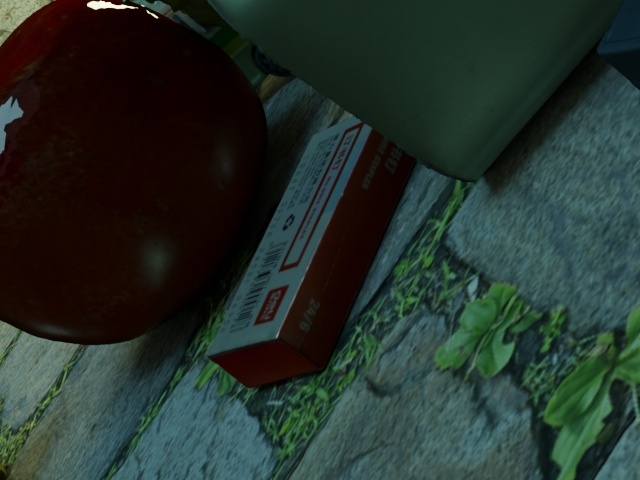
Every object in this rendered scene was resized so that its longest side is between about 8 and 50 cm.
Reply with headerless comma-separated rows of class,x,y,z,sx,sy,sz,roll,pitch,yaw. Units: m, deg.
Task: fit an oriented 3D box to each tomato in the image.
tomato,-0.211,-0.066,1.607,0.290,0.293,0.325,-54,6,48

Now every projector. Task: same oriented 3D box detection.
projector,0.080,-0.226,1.179,0.249,0.248,0.248,-50,20,20

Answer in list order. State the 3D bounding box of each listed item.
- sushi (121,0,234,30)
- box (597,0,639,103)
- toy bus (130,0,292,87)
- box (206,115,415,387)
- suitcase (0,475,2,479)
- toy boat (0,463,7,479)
sushi,-0.066,-0.393,1.517,0.396,0.240,0.351,-22,71,21
box,0.211,-0.130,1.004,0.099,0.054,0.074,-60,21,-10
toy bus,-0.100,-0.232,1.764,0.276,0.165,0.133,-37,28,46
box,0.000,0.000,1.326,0.123,0.050,0.229,-20,40,58
suitcase,-0.489,0.290,1.751,0.434,0.194,0.283,-43,58,41
toy boat,-0.390,0.242,1.854,0.057,0.077,0.200,-60,19,-11
